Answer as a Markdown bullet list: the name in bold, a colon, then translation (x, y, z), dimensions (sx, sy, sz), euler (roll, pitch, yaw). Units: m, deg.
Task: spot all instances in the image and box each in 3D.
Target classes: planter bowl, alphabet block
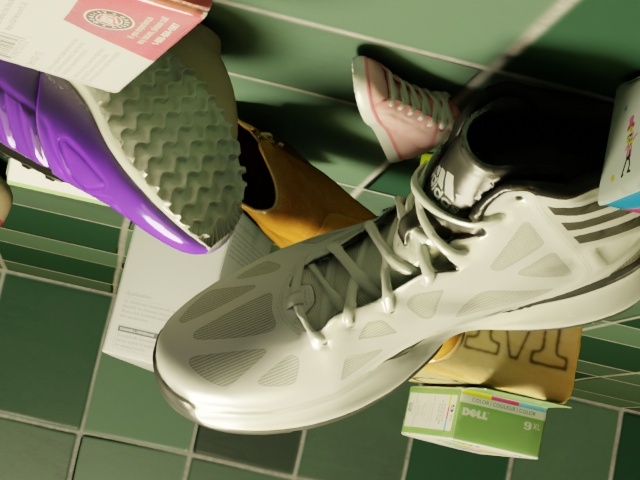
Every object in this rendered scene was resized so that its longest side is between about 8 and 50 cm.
- **planter bowl**: translation (-0.136, -0.119, 1.068), dimensions (0.162, 0.109, 0.162), euler (11, 169, 2)
- **alphabet block**: translation (0.169, 0.071, 1.530), dimensions (0.197, 0.193, 0.192), euler (15, 171, -18)

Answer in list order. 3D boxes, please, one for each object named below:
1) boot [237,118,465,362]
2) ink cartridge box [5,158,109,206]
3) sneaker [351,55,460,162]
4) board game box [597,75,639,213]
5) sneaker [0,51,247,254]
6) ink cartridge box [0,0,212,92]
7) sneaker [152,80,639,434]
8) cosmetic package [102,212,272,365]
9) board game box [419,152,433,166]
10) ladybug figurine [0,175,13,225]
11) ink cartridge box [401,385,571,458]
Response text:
- **boot**: translation (0.000, -0.001, 1.284), dimensions (0.295, 0.104, 0.211), euler (45, -173, 23)
- **ink cartridge box**: translation (-0.215, -0.117, 1.340), dimensions (0.171, 0.056, 0.235), euler (13, 146, -10)
- **sneaker**: translation (0.070, -0.109, 1.070), dimensions (0.070, 0.051, 0.134), euler (-11, 152, 14)
- **board game box**: translation (0.373, -0.051, 0.896), dimensions (0.303, 0.097, 0.224), euler (14, 169, -11)
- **sneaker**: translation (-0.183, -0.092, 0.940), dimensions (0.293, 0.102, 0.146), euler (46, 134, -8)
- **ink cartridge box**: translation (-0.209, -0.189, 0.736), dimensions (0.283, 0.117, 0.207), euler (15, 170, -20)
- **sneaker**: translation (0.059, -0.007, 1.070), dimensions (0.447, 0.169, 0.257), euler (-19, 147, -2)
- **cosmetic package**: translation (-0.174, 0.071, 1.827), dimensions (0.138, 0.224, 0.224), euler (12, 170, 13)
- **board game box**: translation (0.151, -0.016, 1.351), dimensions (0.043, 0.092, 0.181), euler (6, 169, 32)
- **ladybug figurine**: translation (-0.574, -0.049, 1.809), dimensions (0.305, 0.162, 0.449), euler (14, 170, -9)
- **ink cartridge box**: translation (0.182, 0.204, 1.518), dimensions (0.109, 0.062, 0.209), euler (15, 169, -16)
